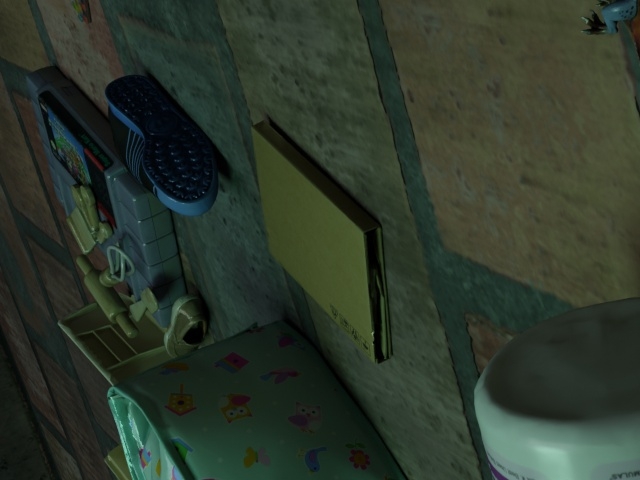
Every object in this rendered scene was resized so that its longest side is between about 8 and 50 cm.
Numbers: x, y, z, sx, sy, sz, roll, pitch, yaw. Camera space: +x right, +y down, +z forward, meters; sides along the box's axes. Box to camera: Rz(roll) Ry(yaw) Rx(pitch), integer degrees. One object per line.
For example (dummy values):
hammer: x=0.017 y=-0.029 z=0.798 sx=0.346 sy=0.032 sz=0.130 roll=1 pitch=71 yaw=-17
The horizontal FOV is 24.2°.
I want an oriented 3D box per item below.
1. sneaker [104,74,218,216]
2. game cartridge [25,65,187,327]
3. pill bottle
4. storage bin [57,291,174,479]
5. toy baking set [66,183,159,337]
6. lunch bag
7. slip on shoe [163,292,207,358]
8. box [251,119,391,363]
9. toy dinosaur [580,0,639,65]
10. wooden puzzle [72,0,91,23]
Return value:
sneaker: x=-0.170 y=-0.089 z=1.647 sx=0.090 sy=0.081 sz=0.232 roll=82 pitch=161 yaw=-45
game cartridge: x=-0.290 y=-0.065 z=1.992 sx=0.355 sy=0.068 sz=0.230 roll=44 pitch=155 yaw=44
pill bottle: x=0.208 y=0.200 z=0.908 sx=0.169 sy=0.169 sz=0.301 roll=24 pitch=135 yaw=61
storage bin: x=-0.255 y=0.242 z=2.156 sx=0.260 sy=0.123 sz=0.262 roll=35 pitch=145 yaw=53
toy baking set: x=-0.282 y=0.035 z=1.961 sx=0.256 sy=0.030 sz=0.196 roll=52 pitch=156 yaw=31
lunch bag: x=-0.073 y=0.220 z=1.538 sx=0.262 sy=0.223 sz=0.160 roll=56 pitch=150 yaw=23
slip on shoe: x=-0.168 y=0.121 z=1.915 sx=0.041 sy=0.051 sz=0.135 roll=57 pitch=150 yaw=28
box: x=0.000 y=0.000 z=1.401 sx=0.201 sy=0.021 sz=0.164 roll=45 pitch=152 yaw=43
toy dinosaur: x=0.175 y=-0.144 z=0.814 sx=0.090 sy=0.047 sz=0.082 roll=35 pitch=154 yaw=-14
wooden puzzle: x=-0.294 y=-0.296 z=1.808 sx=0.049 sy=0.006 sz=0.083 roll=49 pitch=155 yaw=36
